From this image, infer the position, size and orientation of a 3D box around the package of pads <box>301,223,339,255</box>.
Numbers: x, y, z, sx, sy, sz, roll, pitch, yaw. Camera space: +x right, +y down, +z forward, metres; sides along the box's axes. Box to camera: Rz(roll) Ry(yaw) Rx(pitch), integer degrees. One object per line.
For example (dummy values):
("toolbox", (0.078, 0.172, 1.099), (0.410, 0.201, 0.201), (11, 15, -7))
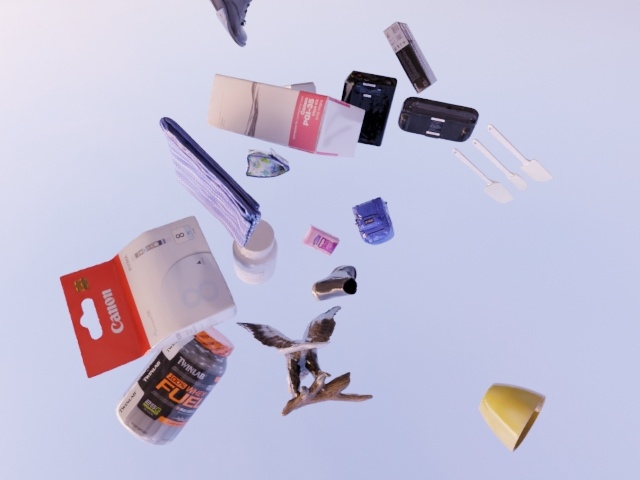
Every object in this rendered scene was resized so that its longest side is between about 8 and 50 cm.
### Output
("package of pads", (0.000, 0.000, 1.034), (0.083, 0.050, 0.032), (26, -164, -18))

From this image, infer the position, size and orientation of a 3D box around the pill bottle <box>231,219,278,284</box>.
("pill bottle", (-0.189, 0.032, 1.222), (0.131, 0.229, 0.131), (4, -115, -8))

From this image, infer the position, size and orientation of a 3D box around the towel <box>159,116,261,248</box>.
("towel", (-0.230, -0.097, 0.877), (0.243, 0.336, 0.040), (46, -107, -2))

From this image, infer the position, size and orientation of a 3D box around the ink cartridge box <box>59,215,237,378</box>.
("ink cartridge box", (-0.456, 0.130, 1.105), (0.385, 0.091, 0.308), (-21, -114, -21))

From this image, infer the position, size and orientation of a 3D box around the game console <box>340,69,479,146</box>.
("game console", (0.229, -0.326, 1.131), (0.362, 0.213, 0.043), (13, -121, 3))

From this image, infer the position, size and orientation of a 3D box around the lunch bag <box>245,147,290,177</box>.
("lunch bag", (-0.185, -0.271, 1.483), (0.151, 0.096, 0.129), (5, -158, -10))

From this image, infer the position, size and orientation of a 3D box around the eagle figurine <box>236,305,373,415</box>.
("eagle figurine", (-0.053, 0.243, 0.946), (0.225, 0.226, 0.298), (-44, -145, 14))

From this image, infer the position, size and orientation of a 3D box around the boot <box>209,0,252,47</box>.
("boot", (-0.175, -0.652, 1.103), (0.229, 0.263, 0.091), (-34, -105, 2))

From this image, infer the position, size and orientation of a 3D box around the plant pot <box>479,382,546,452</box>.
("plant pot", (0.396, 0.357, 0.891), (0.134, 0.134, 0.095), (-32, -135, -30))

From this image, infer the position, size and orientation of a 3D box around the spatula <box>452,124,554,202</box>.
("spatula", (0.489, -0.203, 1.161), (0.242, 0.168, 0.019), (35, -124, -17))

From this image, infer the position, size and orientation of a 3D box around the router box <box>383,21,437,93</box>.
("router box", (0.241, -0.483, 1.114), (0.046, 0.178, 0.133), (-26, -169, 31))

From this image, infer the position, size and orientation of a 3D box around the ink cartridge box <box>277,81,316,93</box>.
("ink cartridge box", (-0.104, -0.387, 1.273), (0.093, 0.154, 0.212), (-23, -155, -35))

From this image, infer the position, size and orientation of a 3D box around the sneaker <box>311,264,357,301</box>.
("sneaker", (0.082, 0.129, 1.291), (0.118, 0.083, 0.222), (-11, -170, 36))

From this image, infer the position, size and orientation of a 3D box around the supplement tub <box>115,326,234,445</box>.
("supplement tub", (-0.429, 0.417, 1.278), (0.207, 0.207, 0.338), (31, -99, 33))

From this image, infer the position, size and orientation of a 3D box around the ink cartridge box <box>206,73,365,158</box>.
("ink cartridge box", (-0.075, -0.272, 0.935), (0.283, 0.117, 0.207), (20, -163, 22))

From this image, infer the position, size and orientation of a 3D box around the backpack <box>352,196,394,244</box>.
("backpack", (0.142, -0.048, 1.161), (0.098, 0.101, 0.120), (-21, -103, 24))
